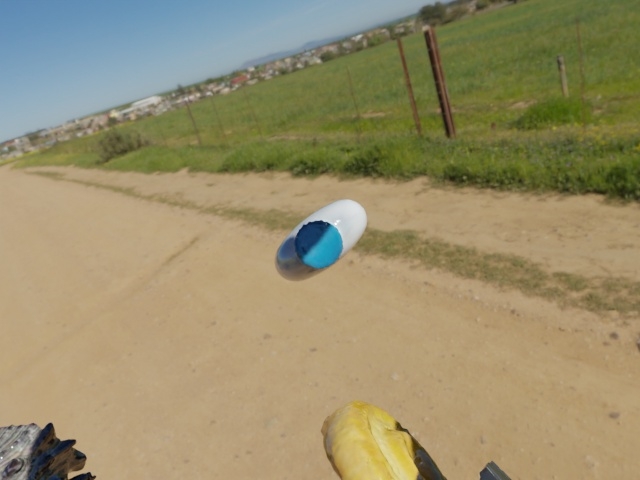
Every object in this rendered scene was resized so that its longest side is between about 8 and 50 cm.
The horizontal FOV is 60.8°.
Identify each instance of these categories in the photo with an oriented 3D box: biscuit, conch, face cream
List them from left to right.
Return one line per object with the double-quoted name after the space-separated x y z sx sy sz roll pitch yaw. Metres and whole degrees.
-0.484 0.406 0.826 0.313 0.186 0.240 -44 -25 5 "conch"
0.000 0.000 0.838 0.163 0.080 0.336 -39 1 3 "face cream"
0.124 0.369 0.835 0.102 0.296 0.296 -43 19 4 "biscuit"

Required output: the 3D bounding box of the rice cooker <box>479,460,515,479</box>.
0.087 0.211 0.308 0.106 0.165 0.112 44 18 34 "rice cooker"
